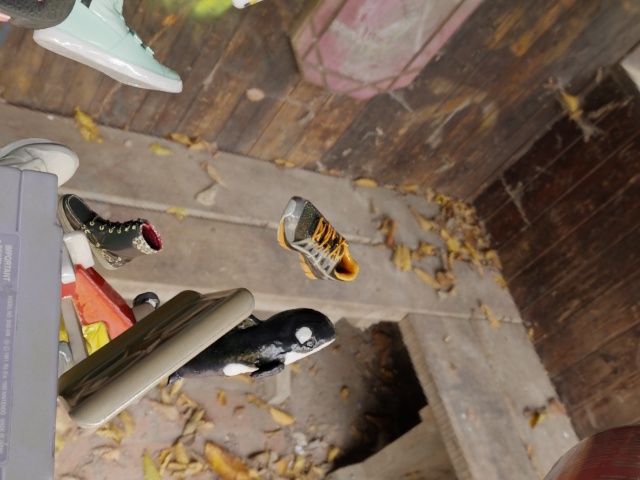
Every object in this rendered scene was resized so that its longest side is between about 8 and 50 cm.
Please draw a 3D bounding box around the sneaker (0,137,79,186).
[{"bbox_3d":[-0.509,-0.070,1.134,0.152,0.114,0.305,34,41,25],"label":"sneaker"}]

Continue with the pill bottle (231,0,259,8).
[{"bbox_3d":[-0.038,-0.359,0.847,0.103,0.184,0.103,158,-90,-89],"label":"pill bottle"}]

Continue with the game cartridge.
[{"bbox_3d":[-0.344,0.091,0.605,0.230,0.068,0.355,10,63,-34],"label":"game cartridge"}]

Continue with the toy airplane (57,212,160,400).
[{"bbox_3d":[-0.504,0.139,1.405,0.384,0.272,0.386,59,-1,-3],"label":"toy airplane"}]

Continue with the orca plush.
[{"bbox_3d":[-0.125,0.140,1.106,0.151,0.287,0.102,-47,122,-56],"label":"orca plush"}]

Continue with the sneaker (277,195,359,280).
[{"bbox_3d":[0.000,0.000,1.117,0.084,0.083,0.215,-65,150,-18],"label":"sneaker"}]

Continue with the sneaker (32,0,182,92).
[{"bbox_3d":[-0.292,-0.322,1.071,0.094,0.151,0.256,14,-3,37],"label":"sneaker"}]

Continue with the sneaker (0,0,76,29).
[{"bbox_3d":[-0.333,-0.260,0.520,0.314,0.136,0.115,25,79,-41],"label":"sneaker"}]

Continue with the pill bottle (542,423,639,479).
[{"bbox_3d":[0.288,0.294,0.625,0.229,0.229,0.408,57,25,18],"label":"pill bottle"}]

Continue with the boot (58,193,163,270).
[{"bbox_3d":[-0.517,-0.038,1.759,0.236,0.179,0.085,59,31,-28],"label":"boot"}]

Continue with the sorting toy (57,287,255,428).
[{"bbox_3d":[-0.224,0.152,0.772,0.307,0.229,0.041,-36,103,-23],"label":"sorting toy"}]
